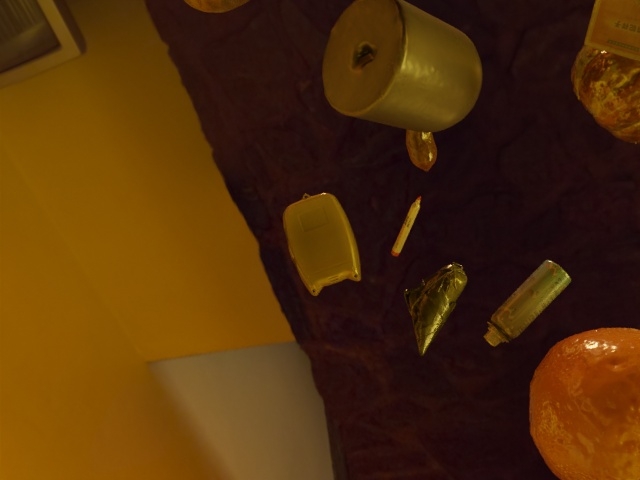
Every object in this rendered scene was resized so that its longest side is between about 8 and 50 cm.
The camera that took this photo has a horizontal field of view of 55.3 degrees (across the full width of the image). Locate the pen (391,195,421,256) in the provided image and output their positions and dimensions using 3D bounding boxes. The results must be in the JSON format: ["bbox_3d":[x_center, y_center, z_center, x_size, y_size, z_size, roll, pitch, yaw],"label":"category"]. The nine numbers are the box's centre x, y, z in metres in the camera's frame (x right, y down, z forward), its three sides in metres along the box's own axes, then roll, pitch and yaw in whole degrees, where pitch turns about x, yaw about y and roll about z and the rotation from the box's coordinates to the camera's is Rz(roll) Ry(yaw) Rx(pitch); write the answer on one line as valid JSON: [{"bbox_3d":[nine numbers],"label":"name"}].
[{"bbox_3d":[0.240,-0.039,1.699,0.026,0.218,0.026,10,-139,-9],"label":"pen"}]

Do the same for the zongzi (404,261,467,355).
[{"bbox_3d":[0.183,0.102,0.923,0.109,0.055,0.119,-40,-145,31],"label":"zongzi"}]

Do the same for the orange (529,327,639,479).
[{"bbox_3d":[0.576,0.332,1.154,0.341,0.340,0.293,-26,180,-8],"label":"orange"}]

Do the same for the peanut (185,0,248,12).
[{"bbox_3d":[-0.144,-0.625,1.274,0.387,0.192,0.169,-26,-167,22],"label":"peanut"}]

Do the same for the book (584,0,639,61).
[{"bbox_3d":[0.652,-0.491,1.255,0.170,0.241,0.018,31,-124,30],"label":"book"}]

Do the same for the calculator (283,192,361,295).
[{"bbox_3d":[0.000,0.000,1.422,0.157,0.236,0.033,-20,170,5],"label":"calculator"}]

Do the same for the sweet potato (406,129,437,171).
[{"bbox_3d":[0.310,-0.363,1.958,0.097,0.291,0.097,-14,-156,6],"label":"sweet potato"}]

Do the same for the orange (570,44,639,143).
[{"bbox_3d":[0.778,-0.389,1.484,0.329,0.249,0.329,14,-132,-16],"label":"orange"}]

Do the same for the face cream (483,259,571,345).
[{"bbox_3d":[0.463,0.149,1.390,0.229,0.075,0.075,-45,-145,-3],"label":"face cream"}]

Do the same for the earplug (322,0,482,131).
[{"bbox_3d":[0.249,-0.457,1.647,0.394,0.312,0.313,4,-166,-38],"label":"earplug"}]
